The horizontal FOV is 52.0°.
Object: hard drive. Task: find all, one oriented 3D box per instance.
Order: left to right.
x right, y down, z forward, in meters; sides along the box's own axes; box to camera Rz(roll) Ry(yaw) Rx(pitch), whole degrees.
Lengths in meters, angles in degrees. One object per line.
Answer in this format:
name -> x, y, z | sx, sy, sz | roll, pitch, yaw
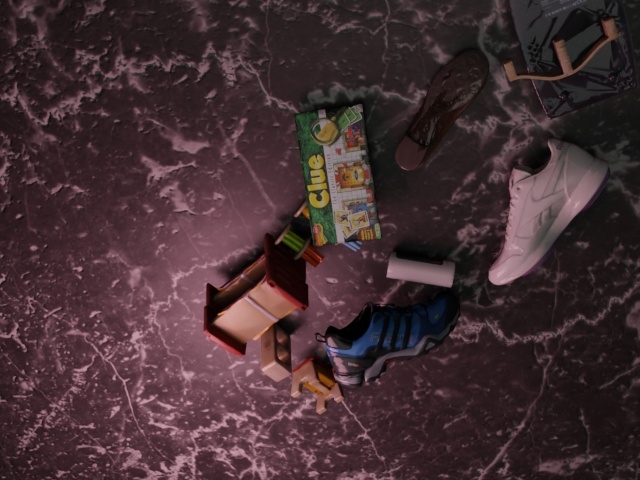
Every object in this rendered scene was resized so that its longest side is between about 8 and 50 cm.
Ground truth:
hard drive -> 0.426, -0.354, 1.118 | 0.171, 0.054, 0.255 | -20, 110, 17

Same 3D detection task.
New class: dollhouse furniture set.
dollhouse furniture set -> -0.052, 0.187, 1.408 | 0.201, 0.152, 0.374 | -37, 122, 21

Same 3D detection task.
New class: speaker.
speaker -> 0.204, 0.060, 1.339 | 0.136, 0.055, 0.055 | 9, 115, 5

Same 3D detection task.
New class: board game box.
board game box -> 0.034, -0.123, 1.259 | 0.136, 0.030, 0.260 | -8, 99, 10

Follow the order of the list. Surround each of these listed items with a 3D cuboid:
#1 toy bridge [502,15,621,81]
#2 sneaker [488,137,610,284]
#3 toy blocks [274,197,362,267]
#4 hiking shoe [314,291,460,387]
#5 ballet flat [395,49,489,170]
toy bridge -> 0.406, -0.307, 1.097 | 0.188, 0.026, 0.063 | -20, 113, 17
sneaker -> 0.399, -0.054, 1.245 | 0.152, 0.114, 0.305 | 35, 111, 7
toy blocks -> 0.000, 0.000, 1.327 | 0.148, 0.054, 0.123 | 35, 90, -8
hiking shoe -> 0.148, 0.172, 1.316 | 0.304, 0.113, 0.132 | -29, 109, -15
ballet flat -> 0.223, -0.236, 1.208 | 0.084, 0.058, 0.250 | 37, 110, 15
